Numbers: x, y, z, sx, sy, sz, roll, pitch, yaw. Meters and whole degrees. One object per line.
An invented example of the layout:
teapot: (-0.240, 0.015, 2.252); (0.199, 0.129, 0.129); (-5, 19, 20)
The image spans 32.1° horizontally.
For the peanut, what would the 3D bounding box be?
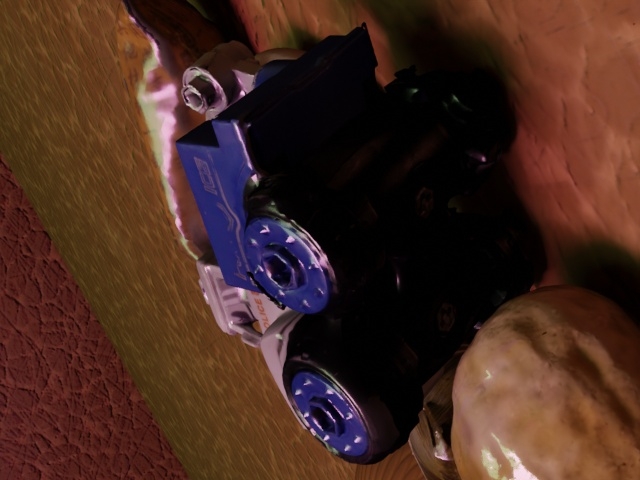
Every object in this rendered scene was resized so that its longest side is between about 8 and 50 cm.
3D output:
peanut: (0.151, 0.129, 0.562); (0.224, 0.129, 0.129); (56, 161, 8)

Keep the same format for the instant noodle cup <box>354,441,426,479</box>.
instant noodle cup: (0.099, 0.259, 0.945); (0.274, 0.090, 0.274); (50, 160, 26)

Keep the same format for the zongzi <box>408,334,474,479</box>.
zongzi: (0.097, 0.130, 0.790); (0.184, 0.084, 0.187); (-120, 8, -48)

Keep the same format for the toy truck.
toy truck: (0.000, 0.000, 0.613); (0.177, 0.161, 0.213); (11, 129, 39)

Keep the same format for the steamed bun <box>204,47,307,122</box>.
steamed bun: (-0.014, -0.038, 0.757); (0.183, 0.106, 0.183); (51, 159, 28)

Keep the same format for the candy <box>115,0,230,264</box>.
candy: (-0.097, -0.098, 0.868); (0.143, 0.101, 0.271); (-92, -19, -69)
